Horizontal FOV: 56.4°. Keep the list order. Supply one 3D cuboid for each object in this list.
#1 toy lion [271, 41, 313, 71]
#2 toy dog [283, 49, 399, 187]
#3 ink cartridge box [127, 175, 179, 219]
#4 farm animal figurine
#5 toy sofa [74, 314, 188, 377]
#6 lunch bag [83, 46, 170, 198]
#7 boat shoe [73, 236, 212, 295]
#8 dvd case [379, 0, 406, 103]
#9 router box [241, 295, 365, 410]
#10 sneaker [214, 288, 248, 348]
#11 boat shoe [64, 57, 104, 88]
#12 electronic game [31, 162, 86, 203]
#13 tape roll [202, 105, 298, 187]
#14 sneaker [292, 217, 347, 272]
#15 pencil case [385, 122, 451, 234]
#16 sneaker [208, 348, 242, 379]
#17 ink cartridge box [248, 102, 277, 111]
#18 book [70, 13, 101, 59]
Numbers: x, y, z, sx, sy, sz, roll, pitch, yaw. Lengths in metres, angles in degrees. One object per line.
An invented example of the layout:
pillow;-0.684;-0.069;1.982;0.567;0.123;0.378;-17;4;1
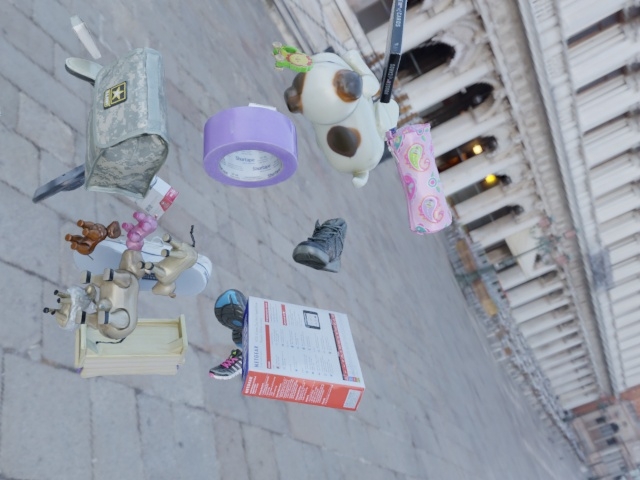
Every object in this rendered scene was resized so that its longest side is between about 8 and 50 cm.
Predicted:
toy lion;-0.065;-0.433;1.421;0.034;0.096;0.100;103;-19;-44
toy dog;0.042;-0.392;1.819;0.408;0.285;0.394;47;47;-59
ink cartridge box;-0.499;-0.141;1.745;0.135;0.099;0.056;39;39;-16
farm animal figurine;-0.457;0.093;1.431;0.172;0.331;0.326;33;72;-62
toy sofa;-0.652;0.360;2.061;0.363;0.177;0.150;4;45;-25
lunch bag;-0.430;-0.265;1.346;0.169;0.287;0.235;8;60;-31
boat shoe;-0.476;0.049;1.648;0.156;0.368;0.135;-77;174;-65
dvd case;0.169;-0.462;1.358;0.179;0.030;0.238;94;3;-68
router box;-0.057;0.296;1.614;0.302;0.082;0.335;12;25;-12
sneaker;-0.264;0.246;2.028;0.340;0.125;0.139;81;28;-53
boat shoe;-0.611;-0.440;1.685;0.233;0.079;0.084;17;38;-44
electronic game;-0.656;-0.160;1.582;0.048;0.230;0.229;61;15;-15
tape roll;-0.140;-0.182;1.195;0.189;0.189;0.080;38;44;-60
sneaker;0.000;0.000;1.373;0.227;0.087;0.130;24;74;-69
pencil case;0.253;-0.159;1.542;0.124;0.124;0.283;-59;134;-73
sneaker;-0.261;0.361;1.777;0.171;0.063;0.074;-9;106;-44
ink cartridge box;-0.170;-0.306;1.738;0.191;0.082;0.139;174;-74;-89
book;-0.636;-0.550;1.614;0.144;0.035;0.096;47;-15;51
